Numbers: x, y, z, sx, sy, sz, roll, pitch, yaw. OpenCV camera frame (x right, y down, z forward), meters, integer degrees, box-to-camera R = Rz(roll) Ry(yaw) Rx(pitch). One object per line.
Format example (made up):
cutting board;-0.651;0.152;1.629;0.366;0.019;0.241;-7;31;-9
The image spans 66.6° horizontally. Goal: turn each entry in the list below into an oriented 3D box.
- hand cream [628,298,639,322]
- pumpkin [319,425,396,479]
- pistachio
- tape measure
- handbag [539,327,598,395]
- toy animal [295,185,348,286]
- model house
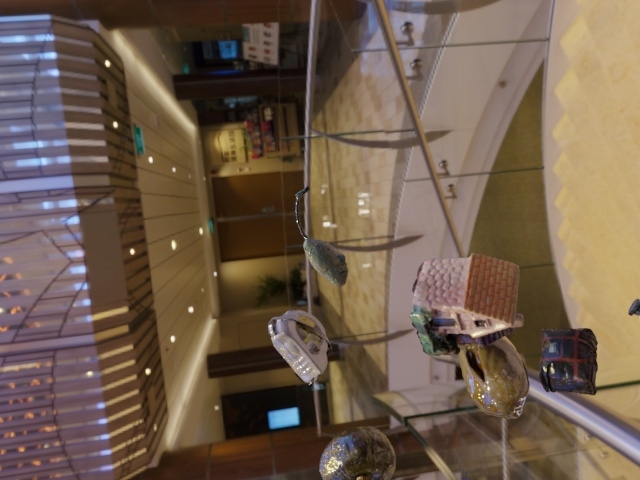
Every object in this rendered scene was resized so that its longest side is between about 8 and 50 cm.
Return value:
hand cream;0.846;0.215;1.097;0.091;0.271;0.058;-38;-33;-43
pumpkin;0.115;0.626;1.362;0.162;0.219;0.219;-110;15;-54
pistachio;0.479;0.361;1.330;0.197;0.166;0.288;45;-157;-9
tape measure;-0.060;0.326;1.606;0.236;0.120;0.197;48;-150;2
handbag;0.820;0.394;1.605;0.155;0.169;0.215;49;-132;-34
toy animal;-0.010;0.000;1.165;0.253;0.079;0.070;62;158;-10
model house;0.381;0.181;1.228;0.237;0.237;0.202;63;-144;-31
